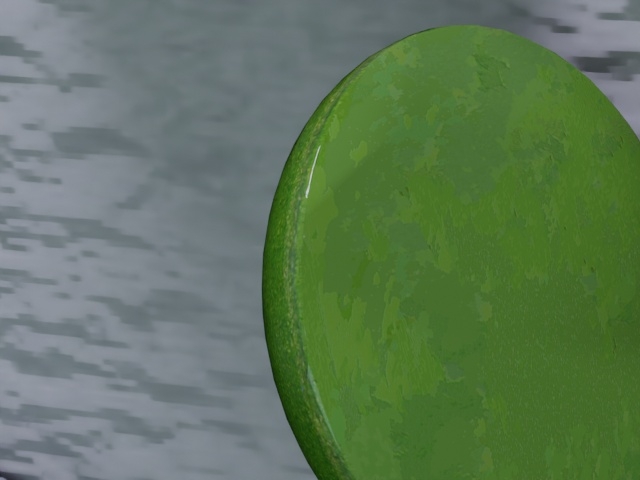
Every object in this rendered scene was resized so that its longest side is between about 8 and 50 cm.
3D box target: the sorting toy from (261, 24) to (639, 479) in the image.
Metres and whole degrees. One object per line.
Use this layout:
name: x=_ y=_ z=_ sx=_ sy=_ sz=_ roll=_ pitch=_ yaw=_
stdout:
sorting toy: x=0.000 y=0.000 z=0.453 sx=0.126 sy=0.127 sz=0.365 roll=-14 pitch=88 yaw=47

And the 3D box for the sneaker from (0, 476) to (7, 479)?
sneaker: x=-0.113 y=0.166 z=0.559 sx=0.269 sy=0.101 sz=0.153 roll=35 pitch=112 yaw=4
